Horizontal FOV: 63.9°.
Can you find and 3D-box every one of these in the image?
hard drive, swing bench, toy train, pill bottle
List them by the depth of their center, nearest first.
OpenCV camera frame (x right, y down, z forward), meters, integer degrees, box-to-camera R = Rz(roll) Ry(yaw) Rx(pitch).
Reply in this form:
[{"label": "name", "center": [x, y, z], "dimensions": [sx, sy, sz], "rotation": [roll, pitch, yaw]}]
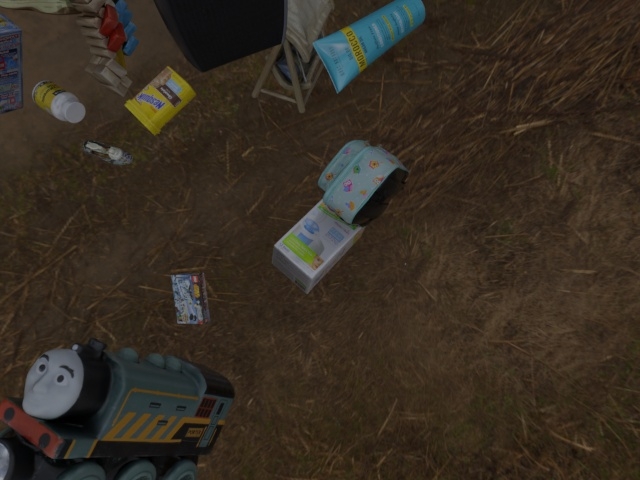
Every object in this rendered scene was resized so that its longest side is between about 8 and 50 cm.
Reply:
[{"label": "toy train", "center": [-0.236, 0.226, 0.620], "dimensions": [0.142, 0.334, 0.190], "rotation": [18, 76, 26]}, {"label": "hard drive", "center": [-0.119, -0.313, 0.626], "dimensions": [0.172, 0.255, 0.054], "rotation": [-22, 73, -6]}, {"label": "pill bottle", "center": [-0.570, -0.301, 1.123], "dimensions": [0.116, 0.065, 0.065], "rotation": [31, 93, 24]}, {"label": "swing bench", "center": [-0.069, -0.534, 1.371], "dimensions": [0.165, 0.255, 0.253], "rotation": [18, 58, 3]}]

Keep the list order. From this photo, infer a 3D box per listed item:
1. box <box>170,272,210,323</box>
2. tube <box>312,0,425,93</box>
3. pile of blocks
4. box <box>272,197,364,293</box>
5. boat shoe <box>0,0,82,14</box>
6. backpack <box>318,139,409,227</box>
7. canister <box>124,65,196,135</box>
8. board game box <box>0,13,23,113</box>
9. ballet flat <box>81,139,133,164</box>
[{"label": "box", "center": [-0.350, 0.156, 1.382], "dimensions": [0.093, 0.027, 0.137], "rotation": [-2, 97, 25]}, {"label": "tube", "center": [0.078, -0.313, 0.791], "dimensions": [0.207, 0.052, 0.080], "rotation": [-41, 111, -23]}, {"label": "pile of blocks", "center": [-0.423, -0.473, 1.032], "dimensions": [0.112, 0.149, 0.362], "rotation": [24, 133, 39]}, {"label": "box", "center": [0.000, 0.000, 1.151], "dimensions": [0.114, 0.103, 0.203], "rotation": [41, 67, 10]}, {"label": "boat shoe", "center": [-0.636, -0.561, 1.138], "dimensions": [0.285, 0.104, 0.089], "rotation": [16, 123, 21]}, {"label": "backpack", "center": [0.082, -0.114, 1.020], "dimensions": [0.144, 0.188, 0.166], "rotation": [43, 104, 4]}, {"label": "canister", "center": [-0.456, -0.401, 1.465], "dimensions": [0.170, 0.073, 0.126], "rotation": [-45, 70, -5]}, {"label": "board game box", "center": [-0.591, -0.354, 0.901], "dimensions": [0.194, 0.060, 0.194], "rotation": [-24, 97, 50]}, {"label": "ballet flat", "center": [-0.486, -0.200, 1.165], "dimensions": [0.114, 0.041, 0.041], "rotation": [15, 90, -10]}]
